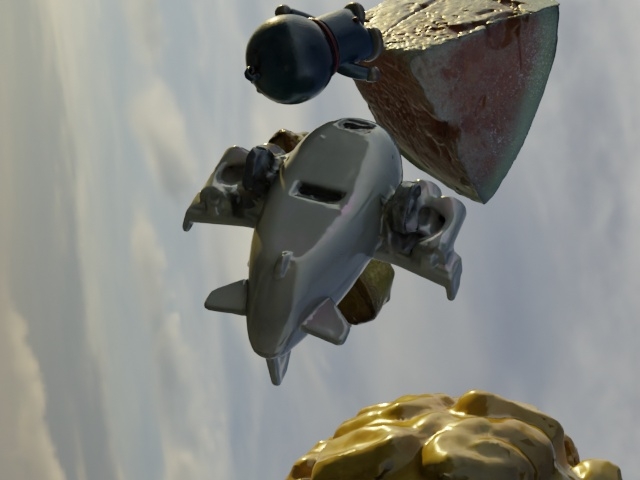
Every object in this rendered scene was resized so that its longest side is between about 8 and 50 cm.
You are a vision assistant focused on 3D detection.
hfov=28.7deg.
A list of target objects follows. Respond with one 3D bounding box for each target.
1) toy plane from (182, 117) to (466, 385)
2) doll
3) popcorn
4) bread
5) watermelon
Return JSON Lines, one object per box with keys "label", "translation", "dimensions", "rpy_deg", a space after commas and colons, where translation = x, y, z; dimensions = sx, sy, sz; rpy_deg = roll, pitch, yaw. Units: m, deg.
{"label": "toy plane", "translation": [0.000, -0.004, 1.128], "dimensions": [0.122, 0.267, 0.266], "rpy_deg": [83, -12, -53]}
{"label": "doll", "translation": [-0.012, -0.182, 1.217], "dimensions": [0.114, 0.152, 0.085], "rpy_deg": [53, -33, 14]}
{"label": "popcorn", "translation": [0.065, 0.205, 0.638], "dimensions": [0.190, 0.250, 0.250], "rpy_deg": [-42, -122, 58]}
{"label": "bread", "translation": [0.002, -0.011, 1.405], "dimensions": [0.233, 0.088, 0.161], "rpy_deg": [67, -17, 1]}
{"label": "watermelon", "translation": [0.139, -0.186, 1.504], "dimensions": [0.213, 0.201, 0.261], "rpy_deg": [30, -65, 44]}
